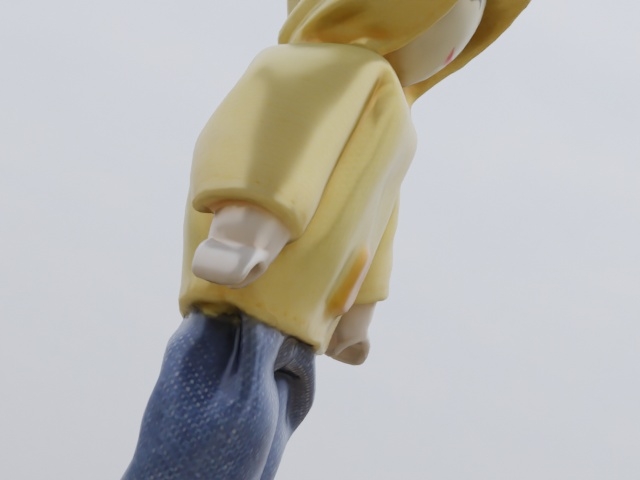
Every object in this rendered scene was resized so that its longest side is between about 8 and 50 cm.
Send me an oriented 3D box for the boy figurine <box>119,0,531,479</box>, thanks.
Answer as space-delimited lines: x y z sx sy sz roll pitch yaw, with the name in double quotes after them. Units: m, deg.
0.000 0.000 0.657 0.092 0.285 0.177 18 -13 18 "boy figurine"
